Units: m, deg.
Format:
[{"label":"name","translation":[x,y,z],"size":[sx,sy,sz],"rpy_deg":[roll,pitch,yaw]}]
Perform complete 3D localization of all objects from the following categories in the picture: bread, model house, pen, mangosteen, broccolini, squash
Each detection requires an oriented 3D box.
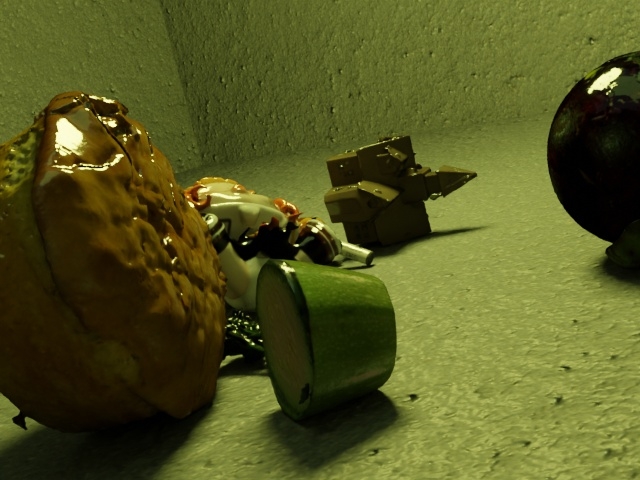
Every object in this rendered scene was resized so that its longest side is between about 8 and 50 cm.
[{"label":"bread","translation":[-0.249,0.028,1.199],"size":[0.215,0.398,0.398],"rpy_deg":[-24,9,10]},{"label":"model house","translation":[0.148,-0.090,1.810],"size":[0.248,0.180,0.176],"rpy_deg":[-11,11,24]},{"label":"pen","translation":[0.000,0.000,1.751],"size":[0.204,0.025,0.025],"rpy_deg":[20,28,29]},{"label":"mangosteen","translation":[0.433,-0.104,1.350],"size":[0.288,0.288,0.288],"rpy_deg":[-13,10,3]},{"label":"broccolini","translation":[-0.062,0.143,1.289],"size":[0.074,0.058,0.201],"rpy_deg":[-35,35,-26]},{"label":"squash","translation":[0.005,0.101,1.094],"size":[0.123,0.170,0.170],"rpy_deg":[-2,6,-19]}]

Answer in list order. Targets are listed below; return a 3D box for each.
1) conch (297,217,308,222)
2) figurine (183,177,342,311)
[{"label":"conch","translation":[-0.035,-0.005,1.852],"size":[0.080,0.086,0.233],"rpy_deg":[-57,23,-2]},{"label":"figurine","translation":[-0.146,0.006,1.665],"size":[0.320,0.196,0.323],"rpy_deg":[6,7,-25]}]
